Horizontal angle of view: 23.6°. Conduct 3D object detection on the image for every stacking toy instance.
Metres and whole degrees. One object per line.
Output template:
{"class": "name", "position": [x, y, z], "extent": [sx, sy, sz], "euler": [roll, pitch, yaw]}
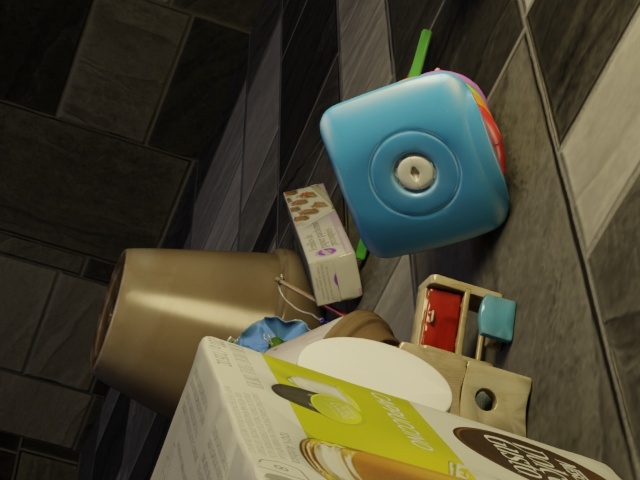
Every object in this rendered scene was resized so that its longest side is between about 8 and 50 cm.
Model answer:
{"class": "stacking toy", "position": [0.123, -0.119, 1.632], "extent": [0.302, 0.166, 0.175], "euler": [-61, -48, -66]}

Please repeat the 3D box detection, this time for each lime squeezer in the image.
{"class": "lime squeezer", "position": [0.099, -0.122, 1.937], "extent": [0.110, 0.059, 0.310], "euler": [11, -84, -72]}

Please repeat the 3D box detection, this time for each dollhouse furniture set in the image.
{"class": "dollhouse furniture set", "position": [0.109, 0.103, 1.386], "extent": [0.129, 0.129, 0.183], "euler": [130, 154, -60]}

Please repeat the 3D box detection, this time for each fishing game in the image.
{"class": "fishing game", "position": [-0.068, 0.185, 2.017], "extent": [0.189, 0.041, 0.264], "euler": [29, 99, 39]}

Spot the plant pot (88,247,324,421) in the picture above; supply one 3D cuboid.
{"class": "plant pot", "position": [-0.176, 0.141, 2.216], "extent": [0.323, 0.280, 0.323], "euler": [-164, 90, -77]}

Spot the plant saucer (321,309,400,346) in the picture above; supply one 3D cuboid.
{"class": "plant saucer", "position": [0.026, 0.207, 1.520], "extent": [0.278, 0.041, 0.277], "euler": [-44, -39, -51]}

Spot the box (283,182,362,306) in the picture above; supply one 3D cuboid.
{"class": "box", "position": [0.000, 0.000, 2.094], "extent": [0.324, 0.063, 0.067], "euler": [-112, 9, -71]}

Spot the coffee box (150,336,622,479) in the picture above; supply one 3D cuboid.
{"class": "coffee box", "position": [0.038, 0.298, 0.966], "extent": [0.337, 0.334, 0.338], "euler": [-130, 60, -76]}

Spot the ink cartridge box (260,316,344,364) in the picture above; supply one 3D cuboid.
{"class": "ink cartridge box", "position": [-0.044, 0.171, 1.793], "extent": [0.232, 0.189, 0.066], "euler": [-79, -35, -84]}

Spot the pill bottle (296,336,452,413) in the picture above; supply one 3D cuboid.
{"class": "pill bottle", "position": [0.005, 0.247, 1.236], "extent": [0.181, 0.182, 0.322], "euler": [-101, 24, -64]}
